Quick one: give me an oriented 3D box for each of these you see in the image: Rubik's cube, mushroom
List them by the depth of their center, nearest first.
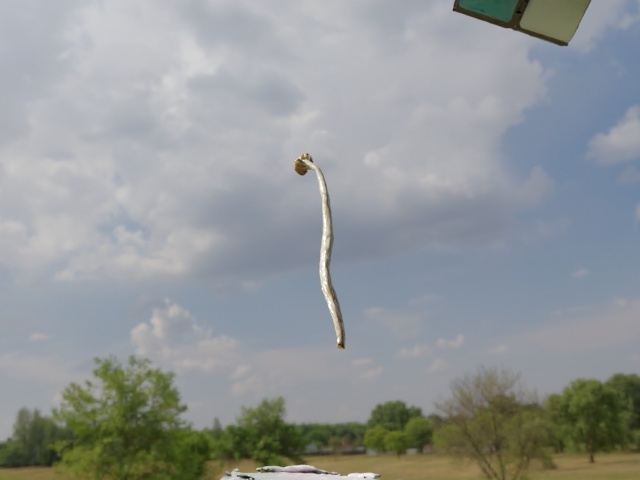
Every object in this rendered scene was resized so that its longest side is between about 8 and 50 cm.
[{"bbox_3d":[0.004,-0.004,0.755,0.026,0.286,0.028,26,-57,-33],"label":"mushroom"},{"bbox_3d":[0.291,-0.390,0.970,0.167,0.183,0.180,21,-48,4],"label":"Rubik's cube"}]

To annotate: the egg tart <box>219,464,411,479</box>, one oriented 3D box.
[{"bbox_3d":[-0.004,0.198,0.473,0.234,0.094,0.234,5,-14,1],"label":"egg tart"}]
